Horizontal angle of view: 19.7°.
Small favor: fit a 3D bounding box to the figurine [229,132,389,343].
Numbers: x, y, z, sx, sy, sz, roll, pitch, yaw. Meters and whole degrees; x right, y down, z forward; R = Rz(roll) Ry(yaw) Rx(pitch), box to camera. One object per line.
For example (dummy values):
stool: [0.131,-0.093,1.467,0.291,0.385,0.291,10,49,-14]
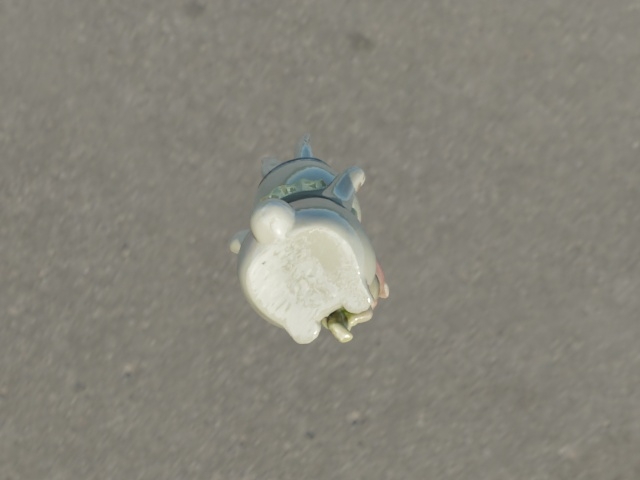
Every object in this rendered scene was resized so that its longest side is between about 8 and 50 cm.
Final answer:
figurine: [-0.008,0.005,1.010,0.081,0.146,0.098,-11,106,4]
